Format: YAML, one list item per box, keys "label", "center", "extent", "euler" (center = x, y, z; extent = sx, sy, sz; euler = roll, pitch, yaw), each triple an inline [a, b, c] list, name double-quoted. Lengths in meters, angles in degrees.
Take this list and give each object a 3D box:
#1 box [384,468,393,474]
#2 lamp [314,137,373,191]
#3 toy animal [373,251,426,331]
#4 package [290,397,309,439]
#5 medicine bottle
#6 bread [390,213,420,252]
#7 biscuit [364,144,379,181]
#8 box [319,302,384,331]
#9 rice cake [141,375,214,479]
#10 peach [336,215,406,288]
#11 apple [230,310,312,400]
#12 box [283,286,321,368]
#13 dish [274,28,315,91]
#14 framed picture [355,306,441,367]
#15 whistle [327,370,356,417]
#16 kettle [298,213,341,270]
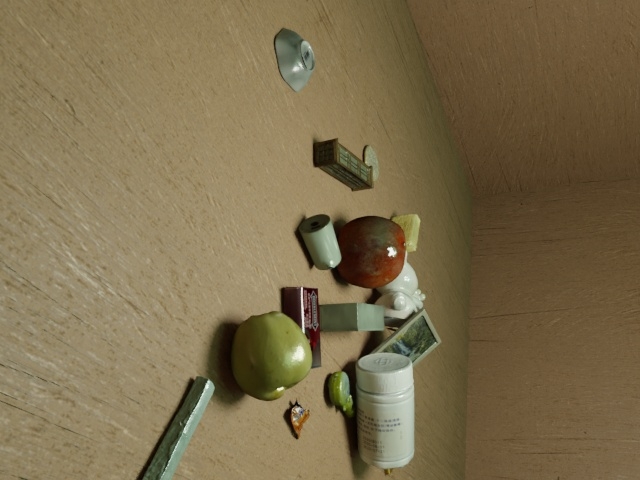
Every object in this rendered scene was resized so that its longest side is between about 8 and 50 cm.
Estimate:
- label: "box"
  center: [0.257, 0.792, 2.003]
  extent: [0.089, 0.022, 0.156]
  euler: [-20, 103, -62]
- label: "lamp"
  center: [0.087, -0.253, 1.819]
  extent: [0.325, 0.089, 0.090]
  euler: [23, 63, -62]
- label: "toy animal"
  center: [0.279, 0.181, 2.001]
  extent: [0.247, 0.183, 0.310]
  euler: [47, 44, -50]
- label: "package"
  center: [-0.056, 0.478, 1.429]
  extent: [0.077, 0.033, 0.110]
  euler: [-78, 155, -51]
- label: "medicine bottle"
  center: [0.211, 0.546, 1.729]
  extent: [0.190, 0.190, 0.332]
  euler: [-25, 115, -63]
- label: "bread"
  center: [0.354, -0.028, 2.262]
  extent: [0.068, 0.126, 0.188]
  euler: [58, 36, -39]
- label: "biscuit"
  center: [0.206, -0.313, 2.146]
  extent: [0.152, 0.020, 0.152]
  euler: [27, 59, -59]
- label: "box"
  center: [0.104, 0.249, 1.694]
  extent: [0.225, 0.130, 0.086]
  euler: [18, 68, -61]
- label: "rice cake"
  center: [-0.270, 0.372, 1.009]
  extent: [0.245, 0.042, 0.045]
  euler: [-67, 154, -46]
- label: "peach"
  center: [0.171, 0.035, 1.762]
  extent: [0.252, 0.252, 0.252]
  euler: [23, 64, -61]
- label: "apple"
  center: [-0.111, 0.262, 1.202]
  extent: [0.200, 0.200, 0.200]
  euler: [23, 64, -61]
- label: "box"
  center: [-0.049, 0.240, 1.459]
  extent: [0.120, 0.069, 0.224]
  euler: [18, 67, -62]
- label: "dish"
  center: [-0.063, -0.553, 1.604]
  extent: [0.191, 0.066, 0.190]
  euler: [22, 65, -61]
- label: "framed picture"
  center: [0.291, 0.412, 1.922]
  extent: [0.324, 0.020, 0.240]
  euler: [-39, 132, -9]
- label: "whistle"
  center: [0.067, 0.492, 1.663]
  extent: [0.104, 0.057, 0.198]
  euler: [-76, 155, -45]
- label: "kettle"
  center: [-0.004, 0.004, 1.593]
  extent: [0.098, 0.127, 0.148]
  euler: [-36, 125, -24]
